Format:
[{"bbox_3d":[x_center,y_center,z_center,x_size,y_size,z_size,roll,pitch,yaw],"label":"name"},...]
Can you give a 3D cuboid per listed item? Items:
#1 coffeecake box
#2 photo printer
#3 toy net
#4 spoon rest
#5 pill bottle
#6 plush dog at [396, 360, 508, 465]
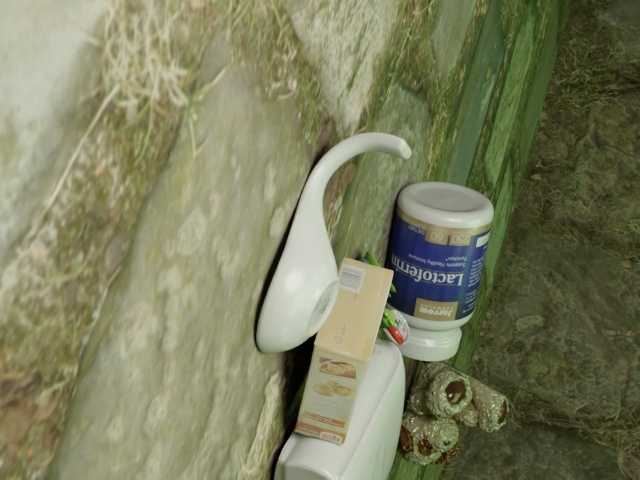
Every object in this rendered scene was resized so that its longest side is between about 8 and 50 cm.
[{"bbox_3d":[0.028,0.138,1.209,0.185,0.068,0.142,102,6,-46],"label":"coffeecake box"},{"bbox_3d":[0.035,0.301,1.385,0.307,0.107,0.256,-54,153,-52],"label":"photo printer"},{"bbox_3d":[0.105,0.109,1.443,0.045,0.122,0.232,-36,150,-3],"label":"toy net"},{"bbox_3d":[0.000,0.000,1.090,0.276,0.084,0.137,-61,162,-3],"label":"spoon rest"},{"bbox_3d":[0.182,0.051,1.586,0.153,0.153,0.264,-46,146,-60],"label":"pill bottle"},{"bbox_3d":[0.240,0.375,2.114,0.262,0.211,0.225,27,92,-46],"label":"plush dog"}]
